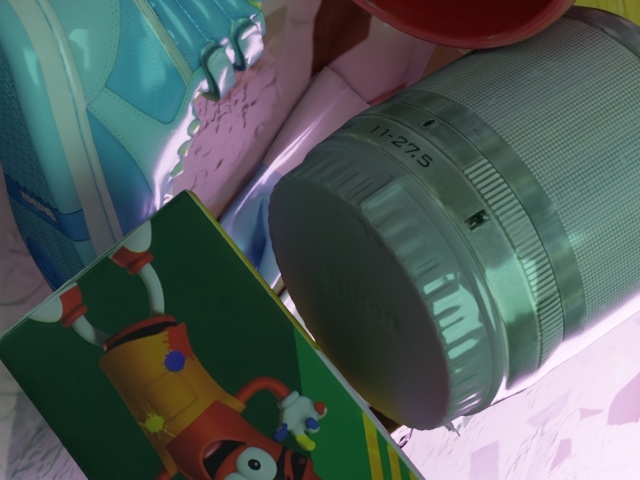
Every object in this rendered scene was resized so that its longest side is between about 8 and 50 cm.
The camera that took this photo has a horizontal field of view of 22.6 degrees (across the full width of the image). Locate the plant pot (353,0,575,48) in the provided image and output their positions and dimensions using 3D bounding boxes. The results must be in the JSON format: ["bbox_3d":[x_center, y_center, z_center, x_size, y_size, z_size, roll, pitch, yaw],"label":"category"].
[{"bbox_3d":[0.129,-0.303,1.100,0.243,0.275,0.275,-42,140,-34],"label":"plant pot"}]

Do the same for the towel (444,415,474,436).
[{"bbox_3d":[0.164,0.114,1.597,0.152,0.023,0.113,-48,141,-11],"label":"towel"}]

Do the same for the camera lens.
[{"bbox_3d":[0.130,-0.021,1.118,0.274,0.219,0.219,-31,135,-23],"label":"camera lens"}]

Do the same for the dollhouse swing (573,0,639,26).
[{"bbox_3d":[0.363,-0.191,1.316,0.347,0.304,0.315,6,151,-45],"label":"dollhouse swing"}]

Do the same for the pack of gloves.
[{"bbox_3d":[0.000,0.000,1.328,0.232,0.046,0.195,-56,141,-1],"label":"pack of gloves"}]

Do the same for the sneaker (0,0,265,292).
[{"bbox_3d":[-0.110,-0.074,1.098,0.208,0.127,0.319,-33,137,-25],"label":"sneaker"}]

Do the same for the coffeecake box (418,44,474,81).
[{"bbox_3d":[0.149,-0.083,1.357,0.185,0.068,0.142,3,119,-47],"label":"coffeecake box"}]

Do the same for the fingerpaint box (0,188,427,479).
[{"bbox_3d":[0.003,0.211,1.095,0.163,0.371,0.445,-39,163,-3],"label":"fingerpaint box"}]

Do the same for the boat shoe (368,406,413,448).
[{"bbox_3d":[0.037,0.198,1.494,0.152,0.056,0.049,-26,127,-33],"label":"boat shoe"}]
